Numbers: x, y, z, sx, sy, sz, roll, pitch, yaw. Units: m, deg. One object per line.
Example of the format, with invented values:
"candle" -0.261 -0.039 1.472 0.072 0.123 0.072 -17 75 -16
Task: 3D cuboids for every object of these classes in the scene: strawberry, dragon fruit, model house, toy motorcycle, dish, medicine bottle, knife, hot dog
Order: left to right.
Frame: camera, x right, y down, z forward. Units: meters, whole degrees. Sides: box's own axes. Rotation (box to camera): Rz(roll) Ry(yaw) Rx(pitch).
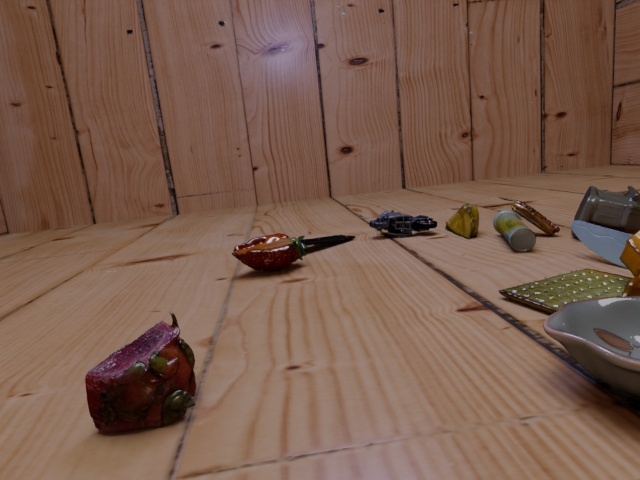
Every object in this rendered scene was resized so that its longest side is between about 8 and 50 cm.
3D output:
"dragon fruit" -0.196 0.165 0.525 0.096 0.102 0.147 -6 19 37
"strawberry" -0.125 0.037 1.137 0.140 0.085 0.192 11 25 33
"toy motorcycle" 0.269 -0.054 1.416 0.215 0.080 0.122 1 15 7
"medicine bottle" 0.519 -0.026 1.159 0.073 0.074 0.218 -3 14 14
"hot dog" 0.605 -0.065 1.217 0.144 0.038 0.062 43 21 25
"model house" 0.780 -0.075 1.144 0.188 0.123 0.229 7 20 30
"knife" 0.635 0.021 0.850 0.044 0.080 0.331 13 6 -24
"dish" 0.369 0.126 0.467 0.229 0.081 0.229 -6 8 1

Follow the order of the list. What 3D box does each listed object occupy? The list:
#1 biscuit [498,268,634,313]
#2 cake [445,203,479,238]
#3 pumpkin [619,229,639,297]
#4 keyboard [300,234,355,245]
"biscuit" 0.453 0.087 0.766 0.231 0.016 0.139 -10 13 -22
"cake" 0.454 -0.040 1.343 0.079 0.116 0.185 -3 -21 -9
"pumpkin" 0.591 0.040 0.650 0.290 0.095 0.258 -2 31 23
"keyboard" 0.000 0.000 1.364 0.250 0.017 0.087 -7 9 -43
